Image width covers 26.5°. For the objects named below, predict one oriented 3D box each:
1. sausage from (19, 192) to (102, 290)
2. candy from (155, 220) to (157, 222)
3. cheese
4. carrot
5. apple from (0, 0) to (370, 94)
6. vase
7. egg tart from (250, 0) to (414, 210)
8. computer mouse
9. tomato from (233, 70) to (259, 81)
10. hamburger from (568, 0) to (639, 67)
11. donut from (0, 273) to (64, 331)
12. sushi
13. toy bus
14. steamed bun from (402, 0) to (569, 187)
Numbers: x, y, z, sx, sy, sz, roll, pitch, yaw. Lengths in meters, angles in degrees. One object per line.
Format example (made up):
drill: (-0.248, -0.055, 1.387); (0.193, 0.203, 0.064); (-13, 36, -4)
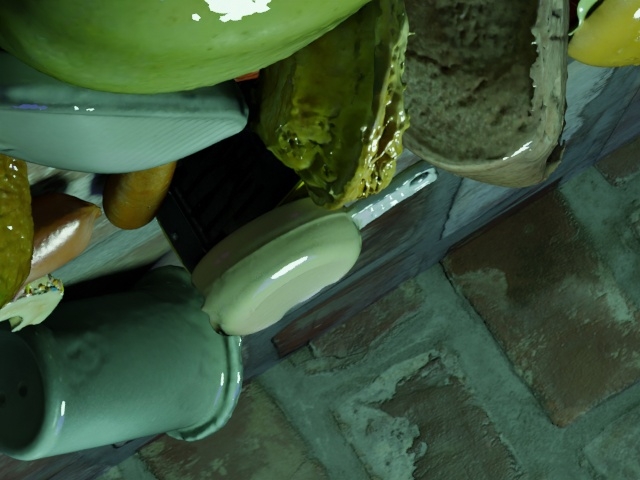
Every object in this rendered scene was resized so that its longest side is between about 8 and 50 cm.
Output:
sausage: (-0.352, 0.042, 1.365); (0.300, 0.083, 0.089); (-36, 162, -4)
candy: (-0.166, -0.042, 1.654); (0.083, 0.020, 0.030); (-28, 167, -32)
cheese: (0.000, 0.000, 1.428); (0.286, 0.082, 0.163); (-30, 164, -1)
carrot: (-0.181, -0.074, 1.389); (0.067, 0.067, 0.225); (-27, 164, -27)
apple: (-0.080, -0.241, 0.839); (0.360, 0.311, 0.320); (-33, 132, -25)
vase: (-0.282, 0.160, 1.724); (0.291, 0.245, 0.245); (-6, 151, -47)
egg tart: (0.004, -0.126, 1.041); (0.090, 0.212, 0.212); (5, 152, -19)
computer mouse: (-0.192, -0.098, 1.040); (0.197, 0.095, 0.331); (3, -175, 31)
tomato: (-0.049, -0.207, 1.147); (0.228, 0.101, 0.228); (-31, 164, -10)
hamburger: (0.347, -0.310, 1.480); (0.274, 0.212, 0.274); (-31, 167, -8)
donut: (-0.347, 0.059, 1.477); (0.108, 0.065, 0.166); (-41, 165, 32)
sushi: (-0.322, 0.011, 1.162); (0.140, 0.149, 0.287); (-19, 167, -38)
toy bus: (-0.050, -0.092, 1.465); (0.151, 0.145, 0.331); (-19, 161, -45)
steamed bun: (0.130, -0.201, 1.270); (0.199, 0.301, 0.251); (2, -178, 13)
